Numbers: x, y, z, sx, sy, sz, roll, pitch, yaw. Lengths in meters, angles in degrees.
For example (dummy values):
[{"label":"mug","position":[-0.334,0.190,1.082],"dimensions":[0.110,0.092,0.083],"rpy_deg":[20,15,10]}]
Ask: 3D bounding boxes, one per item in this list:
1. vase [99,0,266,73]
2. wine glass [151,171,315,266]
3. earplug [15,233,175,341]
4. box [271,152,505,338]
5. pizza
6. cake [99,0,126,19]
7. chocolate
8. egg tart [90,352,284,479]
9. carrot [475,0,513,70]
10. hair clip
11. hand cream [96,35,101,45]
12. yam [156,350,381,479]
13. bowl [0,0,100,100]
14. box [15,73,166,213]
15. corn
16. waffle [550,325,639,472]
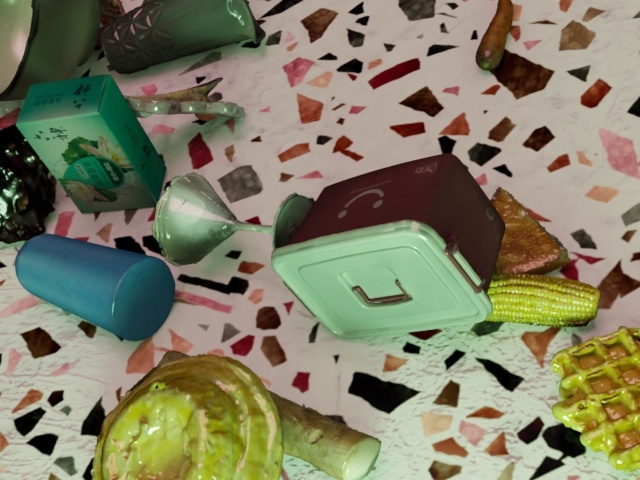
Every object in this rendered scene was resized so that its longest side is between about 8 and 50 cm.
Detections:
[{"label":"vase","position":[-0.276,-0.432,1.942],"dimensions":[0.301,0.156,0.251],"rpy_deg":[-20,65,11]},{"label":"wine glass","position":[-0.119,-0.022,1.502],"dimensions":[0.232,0.156,0.156],"rpy_deg":[7,54,36]},{"label":"earplug","position":[-0.374,0.060,1.579],"dimensions":[0.273,0.132,0.132],"rpy_deg":[15,58,33]},{"label":"box","position":[0.102,0.009,1.367],"dimensions":[0.294,0.193,0.167],"rpy_deg":[-12,38,42]},{"label":"pizza","position":[0.259,-0.003,1.470],"dimensions":[0.185,0.036,0.176],"rpy_deg":[-15,47,9]},{"label":"cake","position":[-0.484,-0.550,2.138],"dimensions":[0.135,0.098,0.287],"rpy_deg":[-40,50,-15]},{"label":"chocolate","position":[-0.548,-0.079,1.767],"dimensions":[0.224,0.206,0.177],"rpy_deg":[-30,92,6]},{"label":"egg tart","position":[-0.189,0.275,1.291],"dimensions":[0.290,0.115,0.290],"rpy_deg":[-10,65,23]},{"label":"carrot","position":[0.310,-0.370,1.751],"dimensions":[0.047,0.047,0.191],"rpy_deg":[6,53,23]},{"label":"hair clip","position":[-0.253,-0.242,1.748],"dimensions":[0.257,0.075,0.146],"rpy_deg":[-9,19,-28]},{"label":"hand cream","position":[-0.476,-0.420,2.075],"dimensions":[0.216,0.038,0.052],"rpy_deg":[8,30,32]},{"label":"yam","position":[-0.081,0.239,1.357],"dimensions":[0.357,0.081,0.081],"rpy_deg":[18,59,32]},{"label":"bowl","position":[-0.556,-0.439,1.968],"dimensions":[0.185,0.353,0.354],"rpy_deg":[0,33,-40]},{"label":"box","position":[-0.378,-0.156,1.675],"dimensions":[0.153,0.245,0.092],"rpy_deg":[-5,54,17]},{"label":"corn","position":[0.279,0.080,1.369],"dimensions":[0.203,0.072,0.072],"rpy_deg":[4,53,21]},{"label":"waffle","position":[0.446,0.176,1.239],"dimensions":[0.309,0.065,0.283],"rpy_deg":[18,61,26]}]
